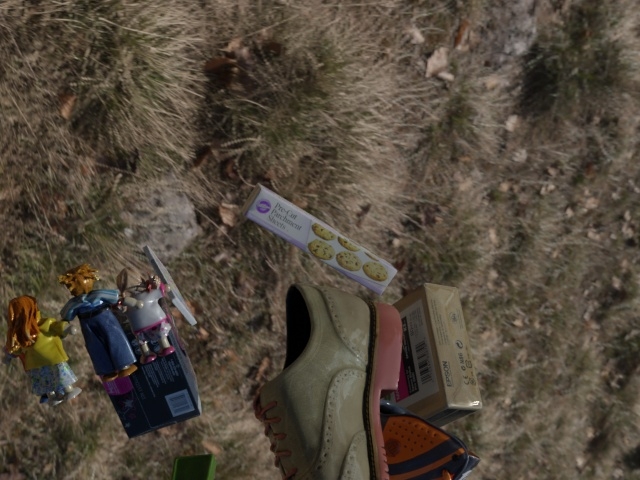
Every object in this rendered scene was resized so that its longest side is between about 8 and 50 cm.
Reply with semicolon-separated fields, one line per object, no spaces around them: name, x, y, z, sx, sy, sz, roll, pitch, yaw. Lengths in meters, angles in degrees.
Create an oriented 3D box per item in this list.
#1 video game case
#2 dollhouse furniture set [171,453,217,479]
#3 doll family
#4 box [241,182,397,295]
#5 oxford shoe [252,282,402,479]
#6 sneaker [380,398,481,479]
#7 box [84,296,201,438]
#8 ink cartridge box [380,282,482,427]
video game case;-0.241;0.072;1.240;0.011;0.122;0.087;-32;145;-7
dollhouse furniture set;-0.187;0.619;1.825;0.301;0.151;0.197;-6;122;4
doll family;-0.334;0.123;1.070;0.263;0.118;0.163;-22;96;0
box;0.000;0.000;1.513;0.324;0.063;0.067;32;97;-17
oxford shoe;-0.012;0.194;0.721;0.130;0.348;0.123;23;137;-15
sneaker;0.120;0.316;0.847;0.180;0.124;0.321;-34;74;0
box;-0.355;0.246;1.581;0.163;0.142;0.247;-18;119;-5
ink cartridge box;0.186;0.224;1.437;0.088;0.193;0.235;10;57;-30
